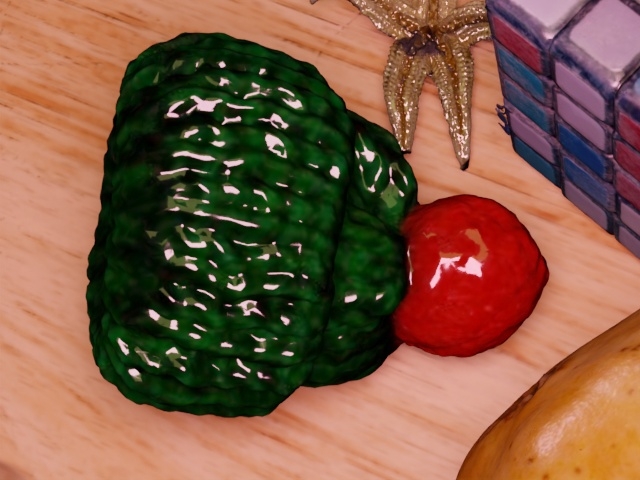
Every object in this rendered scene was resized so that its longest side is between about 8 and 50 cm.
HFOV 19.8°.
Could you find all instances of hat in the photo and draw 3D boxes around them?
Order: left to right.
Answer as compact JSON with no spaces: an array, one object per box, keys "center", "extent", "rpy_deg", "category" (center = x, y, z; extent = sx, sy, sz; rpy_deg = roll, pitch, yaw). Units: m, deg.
[{"center":[0.000,0.000,1.347],"extent":[0.332,0.242,0.274],"rpy_deg":[9,95,-11],"category":"hat"}]

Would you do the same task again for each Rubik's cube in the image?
[{"center":[0.317,-0.127,1.276],"extent":[0.287,0.292,0.293],"rpy_deg":[42,80,19],"category":"Rubik's cube"}]

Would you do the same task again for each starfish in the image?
[{"center":[0.098,-0.166,1.454],"extent":[0.216,0.050,0.224],"rpy_deg":[4,83,5],"category":"starfish"}]

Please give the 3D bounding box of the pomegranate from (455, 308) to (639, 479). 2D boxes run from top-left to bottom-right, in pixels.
[{"center":[0.246,0.197,1.162],"extent":[0.332,0.332,0.333],"rpy_deg":[-3,70,8],"category":"pomegranate"}]
